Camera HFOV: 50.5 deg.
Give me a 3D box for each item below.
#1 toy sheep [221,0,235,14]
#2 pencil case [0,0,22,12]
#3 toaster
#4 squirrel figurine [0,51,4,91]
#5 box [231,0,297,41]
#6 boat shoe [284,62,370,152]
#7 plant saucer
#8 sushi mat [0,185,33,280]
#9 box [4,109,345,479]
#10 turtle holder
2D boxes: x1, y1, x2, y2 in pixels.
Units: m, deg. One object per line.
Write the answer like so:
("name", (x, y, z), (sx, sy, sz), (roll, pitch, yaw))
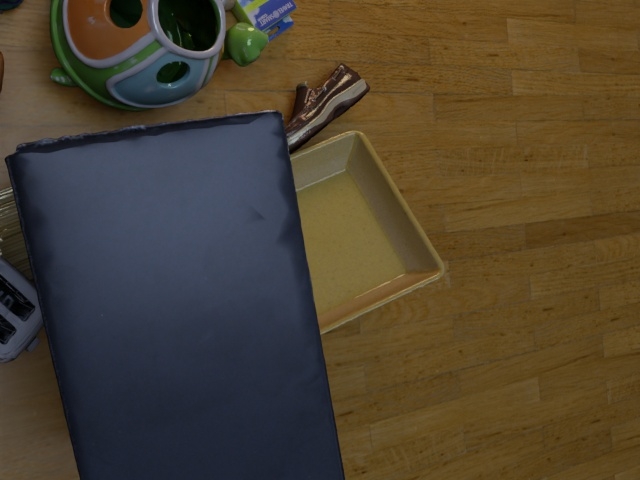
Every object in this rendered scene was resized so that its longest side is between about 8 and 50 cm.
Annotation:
("toy sheep", (-0.210, -0.443, 1.204), (0.132, 0.091, 0.091), (16, 81, -34))
("pencil case", (-0.489, -0.395, 1.004), (0.070, 0.152, 0.064), (5, 87, -9))
("toaster", (-0.492, 0.077, 0.949), (0.129, 0.146, 0.227), (-58, 133, -32))
("squirrel figurine", (-0.642, -0.245, 0.886), (0.397, 0.281, 0.370), (-46, 121, -8))
("box", (-0.125, -0.467, 1.280), (0.109, 0.042, 0.178), (-42, 108, -24))
("boat shoe", (-0.020, -0.258, 1.316), (0.257, 0.095, 0.095), (-42, 95, -30))
("plant saucer", (0.000, 0.000, 1.226), (0.333, 0.081, 0.333), (-24, 70, -12))
("sushi mat", (-0.457, -0.019, 1.087), (0.316, 0.019, 0.151), (-26, 102, -28))
("box", (-0.214, 0.097, 0.926), (0.297, 0.472, 0.480), (-12, 99, -18))
("turtle holder", (-0.250, -0.315, 1.082), (0.320, 0.227, 0.243), (35, 66, -43))
